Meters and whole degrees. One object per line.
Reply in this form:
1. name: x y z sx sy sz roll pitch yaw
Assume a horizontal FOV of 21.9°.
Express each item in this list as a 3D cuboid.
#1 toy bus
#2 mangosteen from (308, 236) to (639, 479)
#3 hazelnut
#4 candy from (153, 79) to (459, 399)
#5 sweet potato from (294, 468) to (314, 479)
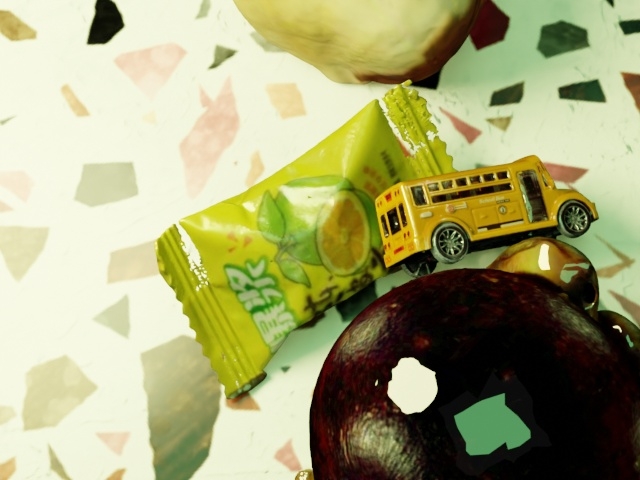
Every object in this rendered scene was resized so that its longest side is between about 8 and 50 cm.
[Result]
1. toy bus: 0.153 -0.026 1.509 0.194 0.083 0.088 -10 81 -23
2. mangosteen: 0.154 0.158 1.406 0.307 0.307 0.347 46 51 13
3. hazelnut: 0.040 -0.254 1.551 0.261 0.241 0.261 4 47 -4
4. candy: 0.000 0.000 1.535 0.297 0.081 0.187 -31 109 -9
5. sweet potato: -0.043 0.333 1.479 0.057 0.057 0.265 9 77 6
